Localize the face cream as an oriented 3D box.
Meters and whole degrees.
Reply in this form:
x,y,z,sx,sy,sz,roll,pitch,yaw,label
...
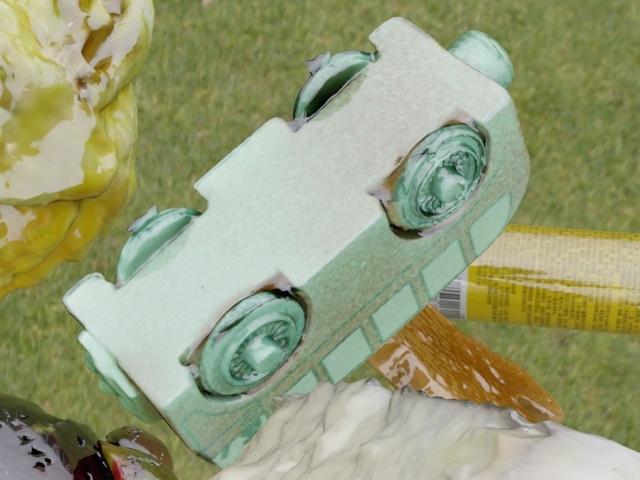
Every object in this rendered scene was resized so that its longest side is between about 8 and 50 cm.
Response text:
x,y,z,sx,sy,sz,roll,pitch,yaw,label
0.278,0.041,1.377,0.348,0.105,0.105,4,57,11,face cream

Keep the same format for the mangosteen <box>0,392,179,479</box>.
x,y,z,sx,sy,sz,roll,pitch,yaw,label
-0.326,0.348,1.446,0.421,0.381,0.381,7,57,6,mangosteen

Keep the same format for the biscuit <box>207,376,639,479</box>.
x,y,z,sx,sy,sz,roll,pitch,yaw,label
-0.002,0.126,0.530,0.084,0.281,0.179,48,66,-11,biscuit

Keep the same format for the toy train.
x,y,z,sx,sy,sz,roll,pitch,yaw,label
0.000,0.000,0.865,0.326,0.159,0.129,-42,58,-11,toy train

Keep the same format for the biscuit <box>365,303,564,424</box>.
x,y,z,sx,sy,sz,roll,pitch,yaw,label
0.103,0.110,1.154,0.295,0.044,0.186,36,14,-19,biscuit

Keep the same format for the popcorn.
x,y,z,sx,sy,sz,roll,pitch,yaw,label
-0.222,-0.082,0.946,0.233,0.266,0.192,38,9,-21,popcorn
